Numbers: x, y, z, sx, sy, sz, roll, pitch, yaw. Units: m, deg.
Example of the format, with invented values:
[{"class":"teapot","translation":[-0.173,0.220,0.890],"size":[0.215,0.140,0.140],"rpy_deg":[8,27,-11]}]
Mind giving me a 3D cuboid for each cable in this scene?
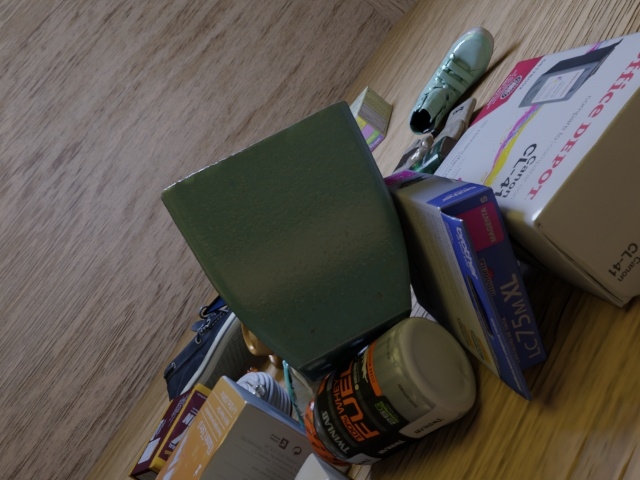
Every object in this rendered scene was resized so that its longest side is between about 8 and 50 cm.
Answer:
[{"class":"cable","translation":[-0.158,0.366,1.041],"size":[0.257,0.089,0.257],"rpy_deg":[-55,12,-2]}]

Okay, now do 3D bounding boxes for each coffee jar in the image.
[{"class":"coffee jar","translation":[0.188,-0.103,1.029],"size":[0.184,0.079,0.096],"rpy_deg":[-42,13,43]}]

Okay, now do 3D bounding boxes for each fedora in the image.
[{"class":"fedora","translation":[-0.119,0.183,1.199],"size":[0.194,0.079,0.195],"rpy_deg":[12,104,62]}]

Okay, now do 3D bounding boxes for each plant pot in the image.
[{"class":"plant pot","translation":[-0.008,0.031,0.715],"size":[0.247,0.252,0.248],"rpy_deg":[-28,-20,-4]}]

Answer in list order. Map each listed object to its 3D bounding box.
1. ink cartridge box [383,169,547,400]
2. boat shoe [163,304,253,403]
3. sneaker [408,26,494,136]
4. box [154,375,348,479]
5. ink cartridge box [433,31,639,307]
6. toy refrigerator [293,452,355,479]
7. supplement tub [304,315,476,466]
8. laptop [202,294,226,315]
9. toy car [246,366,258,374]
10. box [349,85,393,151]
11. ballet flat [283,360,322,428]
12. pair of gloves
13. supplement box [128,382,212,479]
[{"class":"ink cartridge box","translation":[0.147,0.024,0.616],"size":[0.065,0.186,0.311],"rpy_deg":[-23,13,-1]},{"class":"boat shoe","translation":[-0.238,0.234,1.404],"size":[0.500,0.156,0.186],"rpy_deg":[-53,-32,17]},{"class":"sneaker","translation":[0.288,-0.339,1.242],"size":[0.256,0.094,0.151],"rpy_deg":[-55,2,45]},{"class":"box","translation":[-0.147,0.389,0.757],"size":[0.345,0.168,0.215],"rpy_deg":[-58,13,-14]},{"class":"ink cartridge box","translation":[0.264,-0.089,0.609],"size":[0.226,0.131,0.306],"rpy_deg":[-53,11,3]},{"class":"toy refrigerator","translation":[-0.036,0.375,0.578],"size":[0.270,0.094,0.102],"rpy_deg":[-56,6,-12]},{"class":"supplement tub","translation":[0.071,0.179,0.635],"size":[0.190,0.117,0.117],"rpy_deg":[-45,15,35]},{"class":"laptop","translation":[-0.034,0.089,0.979],"size":[0.234,0.264,0.137],"rpy_deg":[-24,-51,-46]},{"class":"toy car","translation":[-0.133,0.280,1.276],"size":[0.122,0.040,0.060],"rpy_deg":[-61,-7,-18]},{"class":"box","translation":[0.118,-0.358,1.858],"size":[0.213,0.117,0.243],"rpy_deg":[-45,15,35]},{"class":"ballet flat","translation":[0.004,0.155,0.937],"size":[0.147,0.147,0.409],"rpy_deg":[-52,14,9]},{"class":"pair of gloves","translation":[0.225,-0.175,1.175],"size":[0.240,0.042,0.204],"rpy_deg":[-35,19,50]},{"class":"supplement box","translation":[-0.289,0.442,1.214],"size":[0.194,0.129,0.191],"rpy_deg":[-39,20,50]}]
